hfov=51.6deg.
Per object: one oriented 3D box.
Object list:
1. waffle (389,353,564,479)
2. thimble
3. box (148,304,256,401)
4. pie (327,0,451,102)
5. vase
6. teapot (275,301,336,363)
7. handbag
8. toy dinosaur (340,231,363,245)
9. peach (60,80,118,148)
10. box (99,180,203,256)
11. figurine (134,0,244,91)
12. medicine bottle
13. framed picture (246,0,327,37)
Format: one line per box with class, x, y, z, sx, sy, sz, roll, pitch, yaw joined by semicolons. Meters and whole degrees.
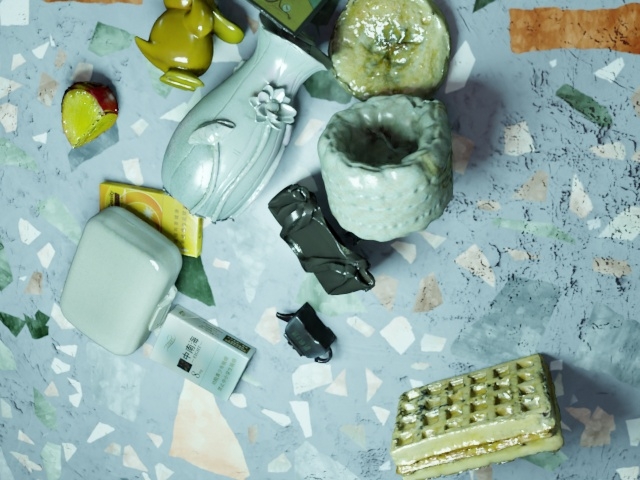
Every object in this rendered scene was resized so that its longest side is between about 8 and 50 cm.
waffle;0.350;0.408;1.510;0.376;0.261;0.114;-21;106;19
thimble;0.144;-0.156;1.370;0.291;0.291;0.195;-1;135;14
box;-0.311;0.295;1.736;0.243;0.067;0.155;30;109;3
pie;0.147;-0.408;1.423;0.274;0.055;0.274;4;107;12
vase;-0.165;-0.268;1.448;0.250;0.250;0.445;37;111;0
teapot;-0.042;0.238;1.647;0.096;0.087;0.177;-38;95;25
handbag;0.000;0.000;1.481;0.113;0.257;0.285;-36;95;-12
toy dinosaur;0.089;-0.020;1.565;0.083;0.030;0.047;-29;97;18
peach;-0.554;-0.306;1.601;0.127;0.092;0.172;31;122;8
box;-0.427;-0.054;1.669;0.269;0.043;0.152;11;109;10
figurine;-0.288;-0.453;1.438;0.215;0.215;0.228;37;80;0
medicine bottle;-0.508;0.110;1.667;0.282;0.123;0.375;34;122;4
framed picture;-0.049;-0.598;1.343;0.244;0.013;0.324;38;78;0
